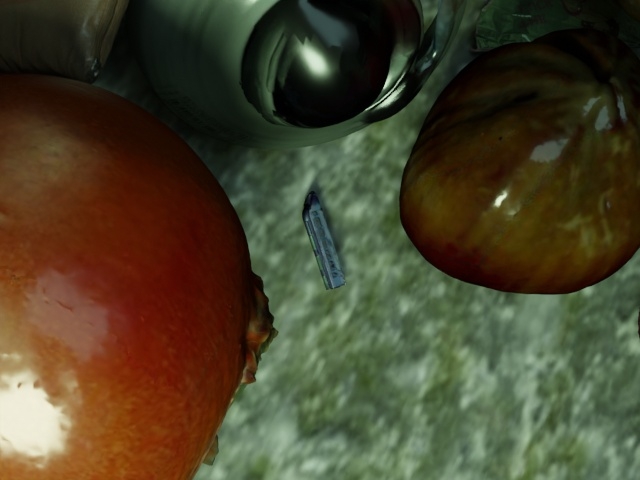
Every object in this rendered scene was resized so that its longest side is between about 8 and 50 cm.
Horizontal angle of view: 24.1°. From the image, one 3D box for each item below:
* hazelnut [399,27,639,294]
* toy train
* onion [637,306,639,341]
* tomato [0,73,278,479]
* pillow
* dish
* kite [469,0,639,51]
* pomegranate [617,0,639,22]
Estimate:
[{"bbox_3d":[0.184,-0.062,1.246,0.251,0.217,0.217,-29,91,-31],"label":"hazelnut"},{"bbox_3d":[0.000,0.000,1.242,0.017,0.017,0.083,-16,85,-22],"label":"toy train"},{"bbox_3d":[0.366,0.087,1.366,0.247,0.111,0.250,53,47,-32],"label":"onion"},{"bbox_3d":[-0.196,0.048,0.962,0.321,0.321,0.321,7,74,-26],"label":"tomato"},{"bbox_3d":[-0.209,-0.205,1.082,0.084,0.236,0.223,41,58,-45],"label":"pillow"},{"bbox_3d":[0.003,-0.152,1.121,0.273,0.273,0.134,0,43,-27],"label":"dish"},{"bbox_3d":[0.235,-0.271,1.435,0.268,0.013,0.323,36,61,-16],"label":"kite"},{"bbox_3d":[0.359,-0.283,1.387,0.215,0.215,0.215,7,74,-26],"label":"pomegranate"}]
